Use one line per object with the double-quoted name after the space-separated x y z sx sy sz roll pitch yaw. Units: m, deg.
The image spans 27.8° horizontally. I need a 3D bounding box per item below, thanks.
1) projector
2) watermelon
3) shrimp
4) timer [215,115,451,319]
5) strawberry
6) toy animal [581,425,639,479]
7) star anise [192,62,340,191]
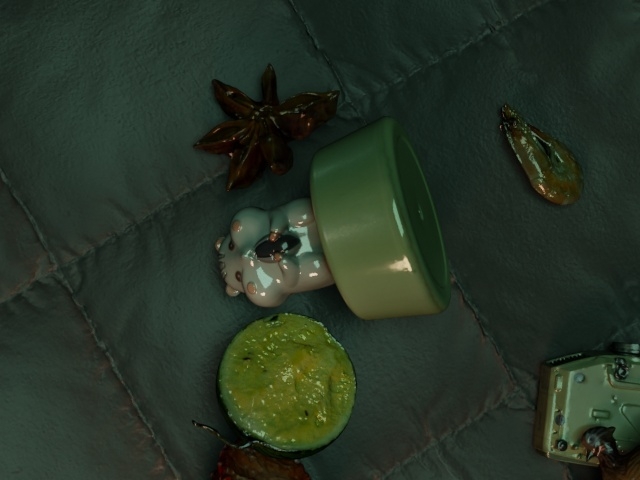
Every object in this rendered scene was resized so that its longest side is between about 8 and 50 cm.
0.473 0.255 1.987 0.269 0.088 0.194 7 87 -9 "projector"
-0.059 0.225 1.871 0.204 0.127 0.232 28 60 -4 "watermelon"
0.344 -0.137 2.026 0.101 0.042 0.190 -40 92 -31 "shrimp"
0.000 0.000 1.866 0.315 0.291 0.291 -16 88 13 "timer"
-0.093 0.411 1.854 0.234 0.234 0.178 43 111 -4 "strawberry"
0.491 0.313 1.900 0.188 0.089 0.179 -40 70 -9 "toy animal"
-0.083 -0.160 1.912 0.212 0.111 0.196 4 51 10 "star anise"
